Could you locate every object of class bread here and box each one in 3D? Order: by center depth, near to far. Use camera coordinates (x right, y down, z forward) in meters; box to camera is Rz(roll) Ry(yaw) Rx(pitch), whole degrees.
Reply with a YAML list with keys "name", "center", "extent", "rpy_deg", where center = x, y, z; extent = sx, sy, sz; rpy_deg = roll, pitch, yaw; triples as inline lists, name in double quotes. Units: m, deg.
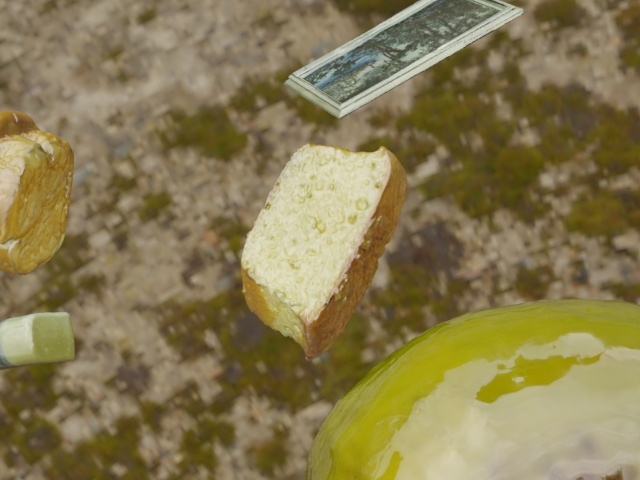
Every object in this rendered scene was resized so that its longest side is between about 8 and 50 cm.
- name: "bread"
  center: [-0.154, -0.020, 0.861]
  extent: [0.046, 0.083, 0.081]
  rpy_deg: [13, 54, 22]
- name: "bread"
  center: [0.000, 0.000, 1.419]
  extent: [0.103, 0.065, 0.187]
  rpy_deg: [21, 71, 24]

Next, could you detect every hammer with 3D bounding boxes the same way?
- name: "hammer"
  center: [-0.302, 0.095, 1.381]
  extent: [0.227, 0.159, 0.041]
  rpy_deg: [-12, 86, 32]

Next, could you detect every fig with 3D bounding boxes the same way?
- name: "fig"
  center: [0.137, 0.187, 1.021]
  extent: [0.343, 0.343, 0.343]
  rpy_deg: [-11, 48, 13]

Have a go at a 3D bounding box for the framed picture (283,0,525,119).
- name: "framed picture"
  center: [0.067, -0.166, 1.474]
  extent: [0.183, 0.011, 0.142]
  rpy_deg: [-30, 24, -9]
